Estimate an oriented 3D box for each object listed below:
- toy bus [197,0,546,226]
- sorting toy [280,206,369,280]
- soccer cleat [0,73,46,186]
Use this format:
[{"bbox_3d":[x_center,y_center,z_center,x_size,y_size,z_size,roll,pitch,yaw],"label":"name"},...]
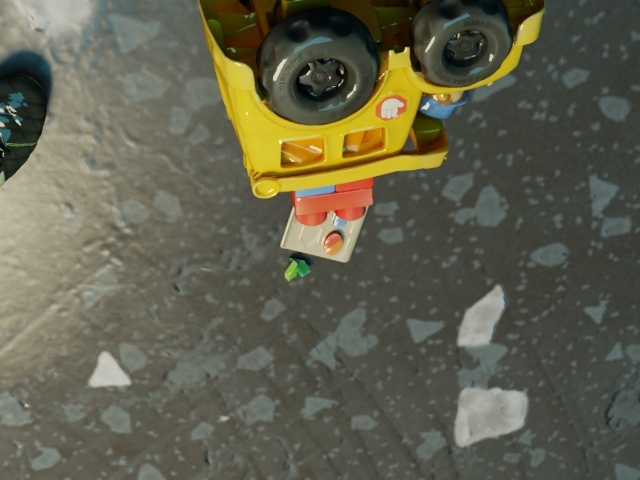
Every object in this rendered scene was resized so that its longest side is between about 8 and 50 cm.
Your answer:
[{"bbox_3d":[0.034,-0.108,0.829,0.220,0.149,0.211,-11,133,-6],"label":"toy bus"},{"bbox_3d":[0.000,0.000,0.947,0.062,0.012,0.083,12,116,-16],"label":"sorting toy"},{"bbox_3d":[-0.259,-0.043,0.846,0.060,0.072,0.179,36,108,-25],"label":"soccer cleat"}]
